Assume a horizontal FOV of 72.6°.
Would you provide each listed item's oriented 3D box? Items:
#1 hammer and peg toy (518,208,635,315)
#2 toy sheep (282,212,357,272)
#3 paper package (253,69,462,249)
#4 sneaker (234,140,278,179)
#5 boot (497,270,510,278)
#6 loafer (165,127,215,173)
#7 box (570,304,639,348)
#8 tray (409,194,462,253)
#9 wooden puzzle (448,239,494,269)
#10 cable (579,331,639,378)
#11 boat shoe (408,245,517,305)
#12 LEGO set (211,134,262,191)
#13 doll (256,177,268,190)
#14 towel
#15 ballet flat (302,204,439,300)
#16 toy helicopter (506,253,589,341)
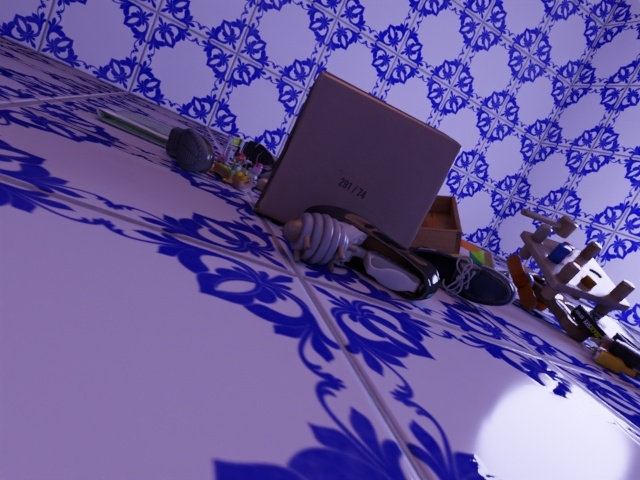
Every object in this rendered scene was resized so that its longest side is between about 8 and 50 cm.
[{"bbox_3d":[0.730,0.052,1.320,0.266,0.127,0.361,17,35,-12],"label":"hammer and peg toy"},{"bbox_3d":[0.000,0.000,0.691,0.132,0.091,0.091,21,11,-24],"label":"toy sheep"},{"bbox_3d":[0.071,-0.142,0.929,0.325,0.309,0.168,24,11,-11],"label":"paper package"},{"bbox_3d":[-0.170,-0.240,1.507,0.283,0.110,0.122,30,-6,13],"label":"sneaker"},{"bbox_3d":[0.549,0.099,1.528,0.209,0.075,0.190,24,8,31],"label":"boot"},{"bbox_3d":[-0.297,-0.219,1.047,0.088,0.094,0.251,12,16,-36],"label":"loafer"},{"bbox_3d":[0.777,0.266,1.140,0.191,0.045,0.184,21,27,-23],"label":"box"},{"bbox_3d":[0.324,-0.065,1.370,0.203,0.076,0.411,5,19,13],"label":"tray"},{"bbox_3d":[0.429,0.045,1.352,0.239,0.044,0.221,24,34,2],"label":"wooden puzzle"},{"bbox_3d":[0.727,0.302,0.958,0.140,0.072,0.287,-8,41,-47],"label":"cable"},{"bbox_3d":[0.313,0.077,0.995,0.255,0.095,0.079,31,10,34],"label":"boat shoe"},{"bbox_3d":[-0.221,-0.215,1.171,0.132,0.107,0.287,23,10,-10],"label":"LEGO set"},{"bbox_3d":[-0.087,-0.128,1.199,0.189,0.046,0.129,23,-11,4],"label":"doll"},{"bbox_3d":[-0.503,-0.332,1.292,0.248,0.038,0.325,21,11,-17],"label":"towel"},{"bbox_3d":[0.081,0.019,0.769,0.281,0.095,0.096,27,22,10],"label":"ballet flat"},{"bbox_3d":[0.688,0.172,1.322,0.235,0.140,0.355,29,22,-13],"label":"toy helicopter"}]
